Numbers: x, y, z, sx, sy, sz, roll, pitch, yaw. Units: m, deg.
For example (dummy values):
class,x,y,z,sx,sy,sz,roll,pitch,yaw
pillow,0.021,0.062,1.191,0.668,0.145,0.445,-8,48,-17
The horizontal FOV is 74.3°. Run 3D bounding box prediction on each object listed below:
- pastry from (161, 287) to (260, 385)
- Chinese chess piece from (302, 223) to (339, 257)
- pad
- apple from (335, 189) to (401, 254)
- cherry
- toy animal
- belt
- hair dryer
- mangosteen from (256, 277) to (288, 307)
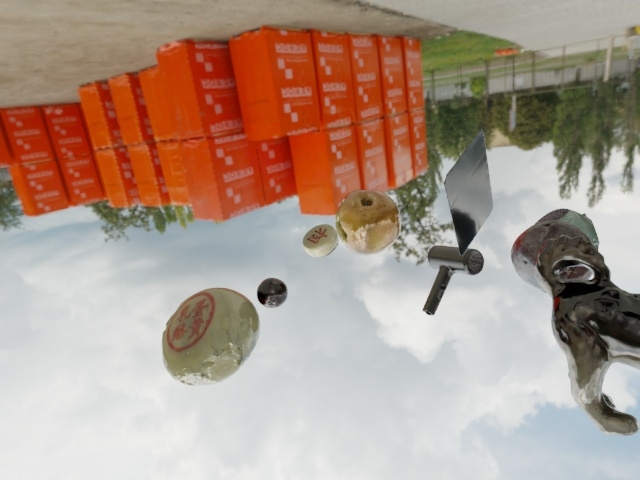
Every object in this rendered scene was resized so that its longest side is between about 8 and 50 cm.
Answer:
class,x,y,z,sx,sy,sz,roll,pitch,yaw
pastry,-0.270,0.233,1.032,0.264,0.133,0.265,-19,-132,22
Chinese chess piece,0.000,0.000,1.381,0.121,0.051,0.122,-21,-144,16
pad,0.216,-0.064,0.604,0.003,0.157,0.112,20,-121,40
apple,0.126,-0.052,1.132,0.198,0.200,0.199,-7,-162,2
cherry,0.576,0.041,1.064,0.194,0.195,0.195,-7,-162,2
toy animal,0.503,0.110,0.609,0.344,0.303,0.194,-20,168,39
belt,0.794,0.036,1.421,0.122,0.260,0.325,31,-139,-7
hair dryer,0.409,0.135,1.388,0.089,0.252,0.197,31,170,-21
mangosteen,-0.121,0.129,1.060,0.080,0.081,0.081,-7,-162,2
